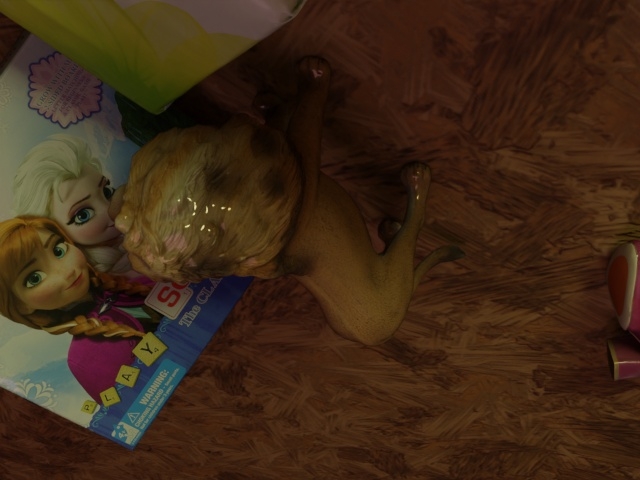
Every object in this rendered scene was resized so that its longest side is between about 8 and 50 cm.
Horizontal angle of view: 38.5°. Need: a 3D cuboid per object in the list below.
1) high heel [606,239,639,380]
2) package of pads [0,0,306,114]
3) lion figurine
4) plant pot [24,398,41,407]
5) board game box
[{"bbox_3d":[0.370,0.076,0.973,0.117,0.082,0.244,-10,135,8],"label":"high heel"},{"bbox_3d":[-0.163,-0.221,0.589,0.297,0.101,0.229,33,156,-25],"label":"package of pads"},{"bbox_3d":[0.000,0.000,0.843,0.392,0.240,0.142,36,141,-30],"label":"lion figurine"},{"bbox_3d":[-0.281,0.016,1.018,0.237,0.237,0.254,1,129,20],"label":"plant pot"},{"bbox_3d":[-0.227,0.002,0.892,0.318,0.318,0.066,34,180,-28],"label":"board game box"}]
